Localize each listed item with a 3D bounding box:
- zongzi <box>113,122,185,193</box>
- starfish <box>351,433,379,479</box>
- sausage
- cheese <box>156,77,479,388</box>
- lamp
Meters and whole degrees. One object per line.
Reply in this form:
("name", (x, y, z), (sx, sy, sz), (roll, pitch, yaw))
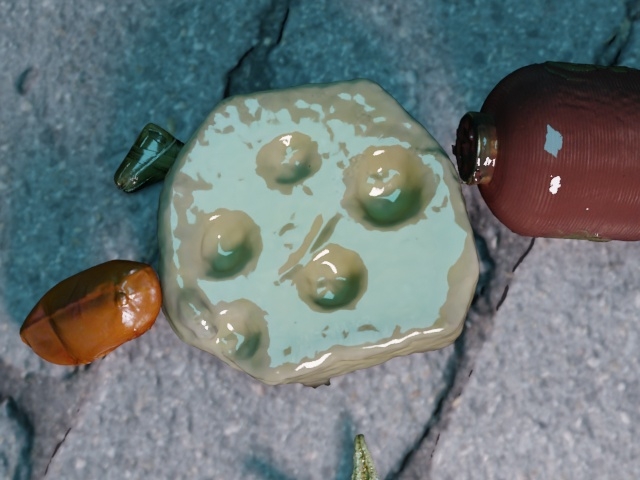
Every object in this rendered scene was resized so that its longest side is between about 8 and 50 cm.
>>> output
("zongzi", (-0.159, -0.068, 1.661), (0.083, 0.040, 0.076), (33, 89, -13))
("starfish", (0.032, 0.274, 1.579), (0.208, 0.053, 0.175), (12, 79, 0))
("sausage", (-0.218, 0.070, 1.582), (0.179, 0.089, 0.089), (-22, 76, 42))
("cheese", (0.000, 0.000, 1.600), (0.326, 0.115, 0.318), (36, 82, 8))
("lamp", (0.257, -0.086, 1.581), (0.258, 0.180, 0.180), (2, 79, -15))
